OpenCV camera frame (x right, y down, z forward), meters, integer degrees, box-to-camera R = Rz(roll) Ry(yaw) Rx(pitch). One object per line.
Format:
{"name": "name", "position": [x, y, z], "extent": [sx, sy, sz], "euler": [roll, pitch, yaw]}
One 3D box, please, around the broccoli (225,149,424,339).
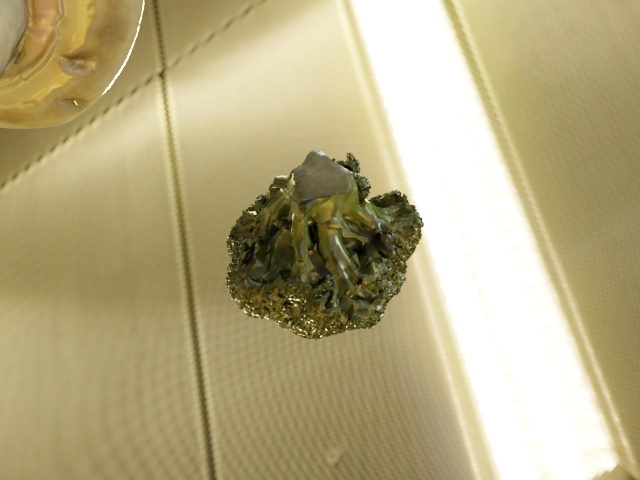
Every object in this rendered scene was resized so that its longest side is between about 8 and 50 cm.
{"name": "broccoli", "position": [0.000, 0.000, 1.054], "extent": [0.146, 0.137, 0.162], "euler": [15, -135, 13]}

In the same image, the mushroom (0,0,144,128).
{"name": "mushroom", "position": [-0.397, -0.288, 1.581], "extent": [0.325, 0.353, 0.353], "euler": [33, -96, 18]}
